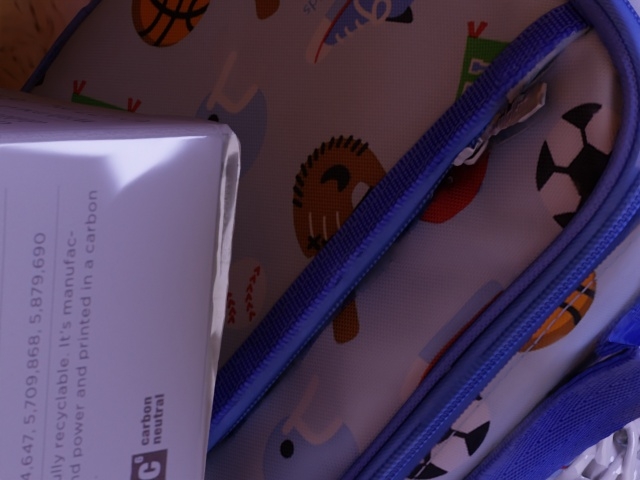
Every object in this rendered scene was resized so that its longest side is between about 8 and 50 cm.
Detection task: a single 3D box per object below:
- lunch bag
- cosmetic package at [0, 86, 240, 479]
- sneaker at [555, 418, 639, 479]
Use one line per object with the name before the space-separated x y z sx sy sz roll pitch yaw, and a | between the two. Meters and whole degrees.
lunch bag | 0.000 0.000 0.603 0.115 0.243 0.303 17 122 -44
cosmetic package | -0.236 0.032 0.463 0.385 0.217 0.156 -3 103 -45
sneaker | 0.156 0.105 0.885 0.292 0.169 0.108 36 77 -42
